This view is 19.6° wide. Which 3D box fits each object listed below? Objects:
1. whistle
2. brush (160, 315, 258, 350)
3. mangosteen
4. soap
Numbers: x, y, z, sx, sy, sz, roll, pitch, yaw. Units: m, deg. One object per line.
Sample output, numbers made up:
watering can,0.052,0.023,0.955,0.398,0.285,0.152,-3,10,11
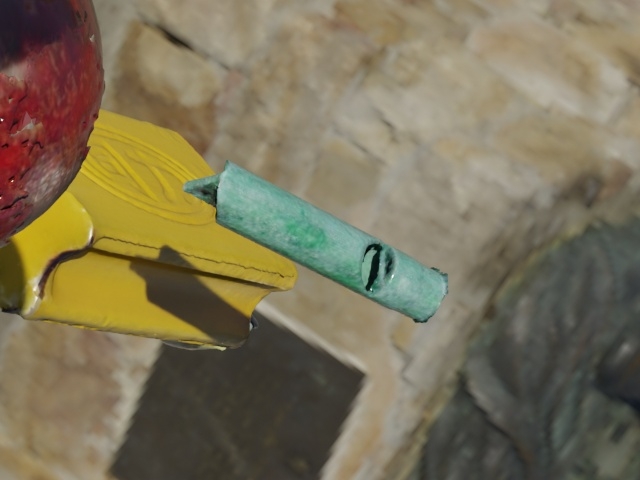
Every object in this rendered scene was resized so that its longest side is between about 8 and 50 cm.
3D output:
whistle,0.000,0.000,1.096,0.186,0.039,0.039,28,98,-36
brush,-0.165,0.086,1.996,0.068,0.297,0.060,47,70,-23
mangosteen,-0.164,-0.051,0.672,0.166,0.166,0.180,-32,158,-35
soap,-0.172,-0.022,1.446,0.096,0.204,0.324,-49,156,13
